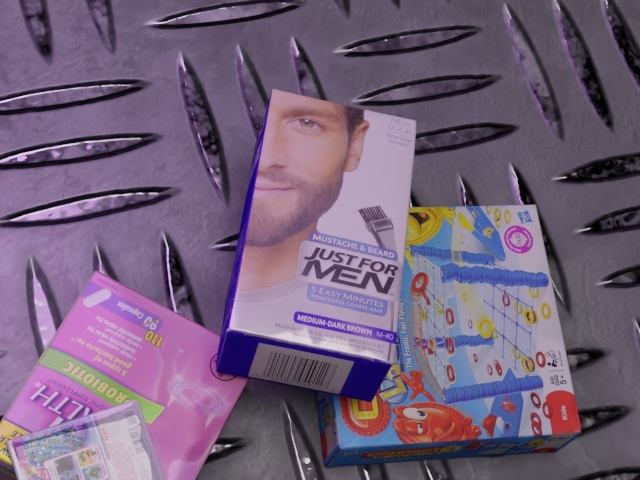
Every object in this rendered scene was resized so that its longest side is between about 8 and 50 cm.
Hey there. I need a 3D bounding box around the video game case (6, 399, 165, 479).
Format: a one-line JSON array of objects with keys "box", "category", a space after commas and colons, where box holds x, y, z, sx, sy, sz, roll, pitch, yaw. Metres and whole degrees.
[{"box": [-0.233, 0.259, 1.317, 0.143, 0.019, 0.157, -16, 73, -18], "category": "video game case"}]

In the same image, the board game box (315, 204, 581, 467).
[{"box": [0.140, 0.111, 1.567, 0.302, 0.086, 0.308, -2, 67, -15], "category": "board game box"}]

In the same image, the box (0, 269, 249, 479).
[{"box": [-0.222, 0.196, 1.424, 0.214, 0.117, 0.243, 29, 64, 0], "category": "box"}]

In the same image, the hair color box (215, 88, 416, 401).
[{"box": [0.000, 0.000, 1.463, 0.185, 0.110, 0.338, 12, 54, -6], "category": "hair color box"}]
